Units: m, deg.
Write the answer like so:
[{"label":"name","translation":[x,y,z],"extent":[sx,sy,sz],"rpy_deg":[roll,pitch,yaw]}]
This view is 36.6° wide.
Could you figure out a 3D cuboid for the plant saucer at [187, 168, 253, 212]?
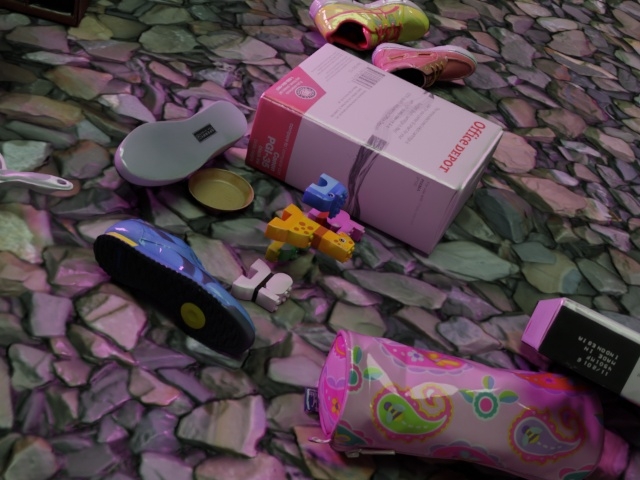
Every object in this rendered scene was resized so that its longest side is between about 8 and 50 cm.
[{"label":"plant saucer","translation":[-0.125,-0.059,1.208],"extent":[0.083,0.015,0.083],"rpy_deg":[11,38,-9]}]

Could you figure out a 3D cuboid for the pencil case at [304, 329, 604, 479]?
[{"label":"pencil case","translation":[0.132,0.170,0.962],"extent":[0.284,0.124,0.124],"rpy_deg":[11,38,-10]}]

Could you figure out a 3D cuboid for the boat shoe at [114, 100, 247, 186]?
[{"label":"boat shoe","translation":[-0.181,-0.112,1.203],"extent":[0.080,0.076,0.228],"rpy_deg":[52,39,-3]}]

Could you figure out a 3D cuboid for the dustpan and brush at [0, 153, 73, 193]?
[{"label":"dustpan and brush","translation":[-0.380,-0.069,1.070],"extent":[0.211,0.060,0.147],"rpy_deg":[16,38,-5]}]

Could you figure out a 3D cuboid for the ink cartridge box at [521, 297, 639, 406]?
[{"label":"ink cartridge box","translation":[0.309,0.125,1.031],"extent":[0.175,0.069,0.371],"rpy_deg":[27,3,10]}]

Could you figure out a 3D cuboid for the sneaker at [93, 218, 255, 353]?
[{"label":"sneaker","translation":[-0.142,0.039,1.037],"extent":[0.209,0.069,0.082],"rpy_deg":[33,36,17]}]

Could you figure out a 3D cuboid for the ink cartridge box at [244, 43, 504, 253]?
[{"label":"ink cartridge box","translation":[0.074,-0.128,1.296],"extent":[0.283,0.117,0.207],"rpy_deg":[28,38,11]}]

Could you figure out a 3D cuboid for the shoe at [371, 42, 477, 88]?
[{"label":"shoe","translation":[0.174,-0.273,1.568],"extent":[0.178,0.063,0.081],"rpy_deg":[4,41,-12]}]

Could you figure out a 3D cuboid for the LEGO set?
[{"label":"LEGO set","translation":[0.000,0.000,1.133],"extent":[0.093,0.087,0.227],"rpy_deg":[29,40,13]}]

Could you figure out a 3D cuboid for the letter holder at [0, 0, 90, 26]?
[{"label":"letter holder","translation":[-0.396,-0.503,1.471],"extent":[0.152,0.214,0.302],"rpy_deg":[14,38,-8]}]

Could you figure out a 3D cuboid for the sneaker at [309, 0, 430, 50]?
[{"label":"sneaker","translation":[0.087,-0.351,1.620],"extent":[0.208,0.081,0.094],"rpy_deg":[-1,49,-15]}]
